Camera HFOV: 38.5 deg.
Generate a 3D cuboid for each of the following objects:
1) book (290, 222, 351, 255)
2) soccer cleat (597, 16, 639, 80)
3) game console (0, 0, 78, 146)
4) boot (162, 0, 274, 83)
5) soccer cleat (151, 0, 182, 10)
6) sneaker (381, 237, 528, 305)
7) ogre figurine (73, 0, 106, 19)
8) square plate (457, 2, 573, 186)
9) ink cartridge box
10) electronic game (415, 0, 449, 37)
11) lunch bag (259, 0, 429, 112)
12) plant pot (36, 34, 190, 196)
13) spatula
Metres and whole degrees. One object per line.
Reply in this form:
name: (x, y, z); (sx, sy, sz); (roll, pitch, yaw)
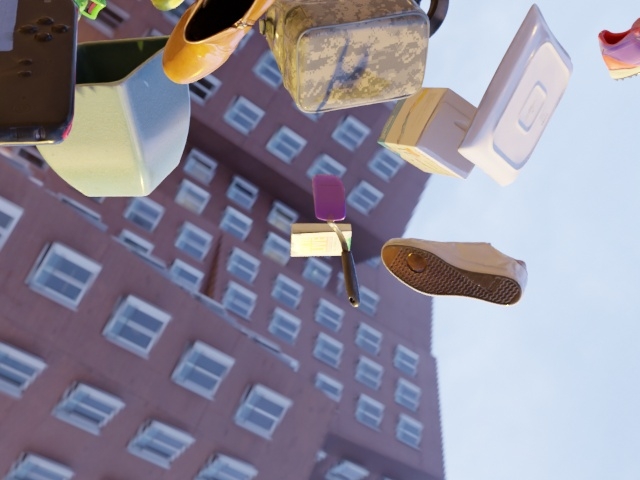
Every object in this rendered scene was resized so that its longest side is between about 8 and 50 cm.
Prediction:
book: (0.000, 0.000, 2.232); (0.096, 0.144, 0.035); (93, -7, -50)
soccer cleat: (0.743, -0.443, 1.988); (0.108, 0.116, 0.318); (-41, -164, -30)
game console: (-0.505, -0.225, 1.156); (0.342, 0.386, 0.060); (-105, -165, -50)
boot: (-0.177, -0.328, 1.413); (0.295, 0.104, 0.211); (-38, -170, 26)
soccer cleat: (-0.262, -0.521, 1.769); (0.093, 0.121, 0.289); (-11, -133, 14)
sneaker: (0.268, 0.048, 1.823); (0.123, 0.290, 0.106); (-54, 156, -53)
ogre figurine: (-0.401, -0.376, 1.438); (0.118, 0.097, 0.197); (-18, -151, 40)
square plate: (0.455, -0.304, 2.051); (0.049, 0.344, 0.347); (30, -86, 30)
ink cartridge box: (0.287, -0.270, 2.284); (0.168, 0.171, 0.232); (-61, -158, -2)
electronic game: (0.195, -0.566, 2.194); (0.229, 0.048, 0.229); (-3, -100, 18)
lunch bag: (0.050, -0.420, 1.890); (0.256, 0.305, 0.213); (-117, -159, -45)
plant pot: (-0.389, -0.224, 1.745); (0.247, 0.252, 0.247); (1, -148, 21)
spatula: (0.043, 0.005, 1.905); (0.084, 0.297, 0.030); (3, -153, 40)
